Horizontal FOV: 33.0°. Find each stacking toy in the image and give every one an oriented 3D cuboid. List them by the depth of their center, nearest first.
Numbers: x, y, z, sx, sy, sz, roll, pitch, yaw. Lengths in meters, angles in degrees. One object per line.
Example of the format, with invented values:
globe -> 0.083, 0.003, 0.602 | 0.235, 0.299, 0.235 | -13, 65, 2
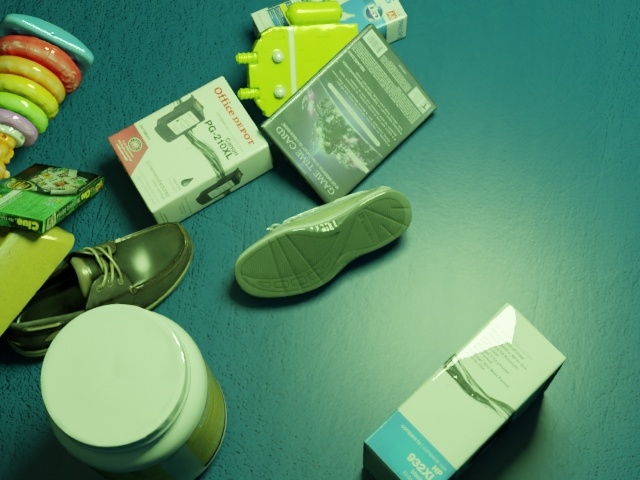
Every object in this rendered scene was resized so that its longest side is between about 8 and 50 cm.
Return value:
stacking toy -> -0.535, -0.227, 1.906 | 0.175, 0.165, 0.302 | 24, 65, -20

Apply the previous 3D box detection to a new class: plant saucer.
plant saucer -> -0.625, 0.051, 1.806 | 0.332, 0.081, 0.333 | 24, 70, 36

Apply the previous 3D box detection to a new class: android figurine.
android figurine -> -0.016, -0.301, 1.929 | 0.272, 0.056, 0.248 | -3, 102, -13

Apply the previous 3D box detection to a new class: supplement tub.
supplement tub -> -0.278, 0.243, 1.640 | 0.240, 0.331, 0.241 | -1, 68, 3

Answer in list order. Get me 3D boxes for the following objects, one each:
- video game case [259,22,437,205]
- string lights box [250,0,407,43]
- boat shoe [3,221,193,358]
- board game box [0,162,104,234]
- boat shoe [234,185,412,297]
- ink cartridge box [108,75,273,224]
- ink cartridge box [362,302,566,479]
video game case -> 0.053, -0.218, 1.906 | 0.274, 0.026, 0.196 | -44, 107, -10
string lights box -> 0.016, -0.400, 2.013 | 0.259, 0.077, 0.133 | -24, 70, -6
boat shoe -> -0.373, 0.078, 1.817 | 0.355, 0.130, 0.132 | -33, 71, -9
board game box -> -0.480, -0.076, 1.843 | 0.136, 0.260, 0.030 | 14, 112, 7
boat shoe -> 0.000, -0.003, 1.853 | 0.320, 0.103, 0.118 | -28, 109, -4
ink cartridge box -> -0.226, -0.156, 1.918 | 0.237, 0.100, 0.172 | -31, 71, -9
ink cartridge box -> 0.216, 0.267, 1.662 | 0.307, 0.223, 0.129 | -42, 73, -13
